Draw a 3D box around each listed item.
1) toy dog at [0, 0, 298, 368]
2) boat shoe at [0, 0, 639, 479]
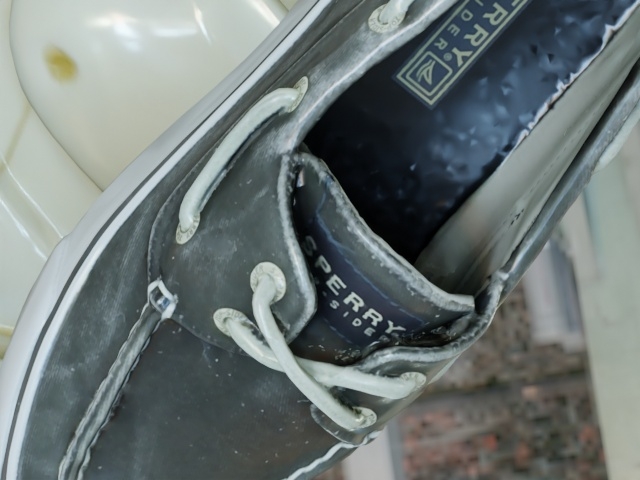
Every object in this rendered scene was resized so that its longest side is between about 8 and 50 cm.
[{"bbox_3d":[-0.155,-0.022,0.814,0.408,0.395,0.284,-44,-160,24],"label":"toy dog"},{"bbox_3d":[0.000,0.000,0.403,0.078,0.219,0.070,31,-166,-20],"label":"boat shoe"}]
